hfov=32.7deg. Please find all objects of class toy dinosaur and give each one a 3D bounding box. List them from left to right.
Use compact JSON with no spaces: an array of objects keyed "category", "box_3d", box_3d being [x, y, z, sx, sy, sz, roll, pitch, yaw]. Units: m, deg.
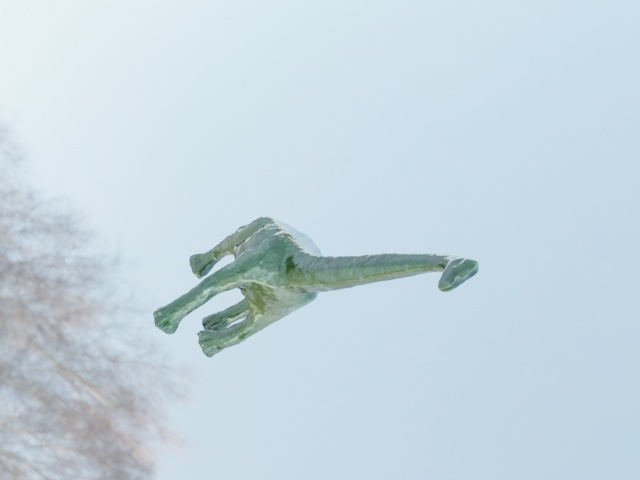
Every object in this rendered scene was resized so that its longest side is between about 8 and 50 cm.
[{"category":"toy dinosaur","box_3d":[0.000,0.000,0.992,0.301,0.087,0.447,-31,-163,17]}]
